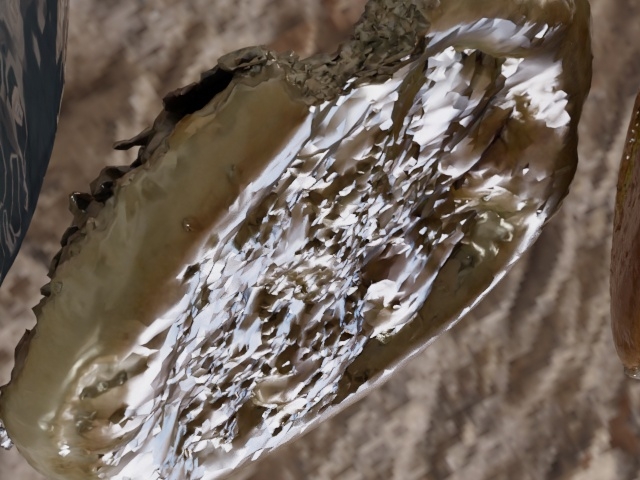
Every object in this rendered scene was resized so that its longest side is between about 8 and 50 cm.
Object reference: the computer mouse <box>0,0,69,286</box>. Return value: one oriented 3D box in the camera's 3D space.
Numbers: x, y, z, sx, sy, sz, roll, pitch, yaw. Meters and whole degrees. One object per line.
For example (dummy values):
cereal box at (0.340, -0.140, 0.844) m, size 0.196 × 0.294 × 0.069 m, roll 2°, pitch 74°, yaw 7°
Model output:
computer mouse at (-0.140, -0.075, 0.430) m, size 0.188 × 0.122 × 0.371 m, roll -5°, pitch -135°, yaw 5°

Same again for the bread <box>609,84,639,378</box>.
bread at (0.253, -0.041, 1.122) m, size 0.156 × 0.288 × 0.204 m, roll 15°, pitch -134°, yaw 4°

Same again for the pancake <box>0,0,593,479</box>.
pancake at (-0.001, -0.001, 0.965) m, size 0.382 × 0.382 × 0.071 m, roll -40°, pitch -112°, yaw -10°
